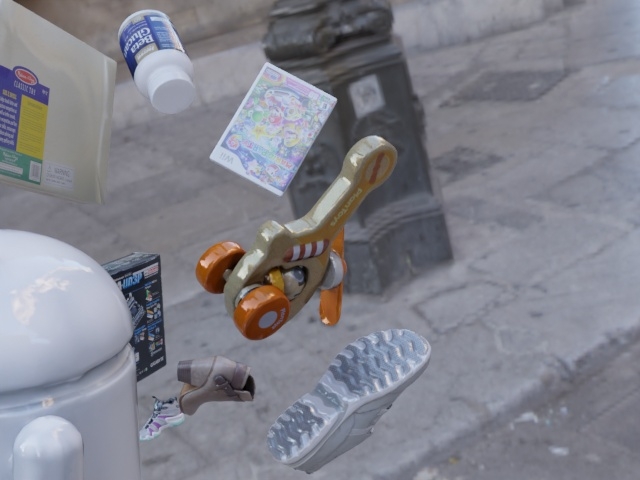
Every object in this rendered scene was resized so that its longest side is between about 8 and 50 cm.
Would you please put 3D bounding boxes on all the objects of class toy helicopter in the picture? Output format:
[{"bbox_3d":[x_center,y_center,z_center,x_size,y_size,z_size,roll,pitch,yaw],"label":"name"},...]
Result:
[{"bbox_3d":[0.000,0.000,1.506,0.355,0.235,0.140,-52,54,9],"label":"toy helicopter"}]

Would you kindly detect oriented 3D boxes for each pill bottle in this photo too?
[{"bbox_3d":[-0.251,-0.276,1.576,0.094,0.094,0.169,-19,51,-11],"label":"pill bottle"}]

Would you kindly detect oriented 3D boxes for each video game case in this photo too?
[{"bbox_3d":[-0.049,-0.117,1.063,0.122,0.087,0.011,-61,-5,-10],"label":"video game case"}]

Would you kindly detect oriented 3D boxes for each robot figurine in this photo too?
[{"bbox_3d":[-0.235,0.144,0.746,0.200,0.353,0.300,-10,18,-32],"label":"robot figurine"}]

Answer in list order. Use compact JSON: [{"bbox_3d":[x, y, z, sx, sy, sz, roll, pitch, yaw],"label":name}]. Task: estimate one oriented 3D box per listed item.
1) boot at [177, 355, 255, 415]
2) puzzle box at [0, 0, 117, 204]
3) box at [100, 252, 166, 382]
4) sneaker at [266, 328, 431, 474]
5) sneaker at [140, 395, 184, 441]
[{"bbox_3d":[-0.118,0.173,1.164,0.087,0.118,0.042,7,54,5],"label":"boot"},{"bbox_3d":[-0.452,-0.214,1.660,0.052,0.272,0.409,4,-4,13],"label":"puzzle box"},{"bbox_3d":[-0.294,0.123,1.418,0.051,0.175,0.220,3,12,22],"label":"box"},{"bbox_3d":[0.051,0.240,1.510,0.281,0.115,0.105,-37,49,0],"label":"sneaker"},{"bbox_3d":[-0.294,0.310,1.800,0.098,0.069,0.038,-27,19,-35],"label":"sneaker"}]
